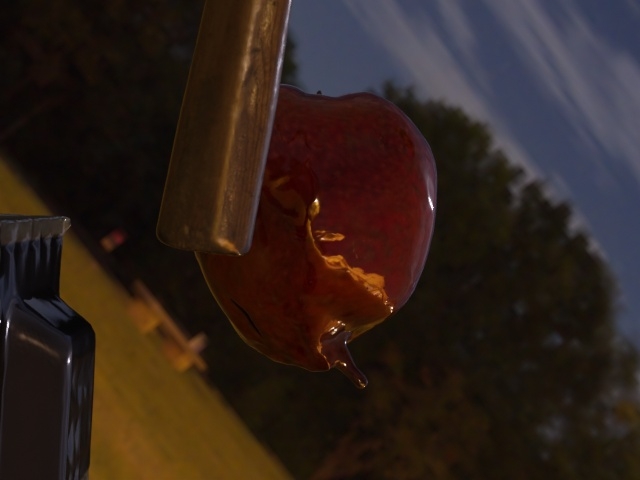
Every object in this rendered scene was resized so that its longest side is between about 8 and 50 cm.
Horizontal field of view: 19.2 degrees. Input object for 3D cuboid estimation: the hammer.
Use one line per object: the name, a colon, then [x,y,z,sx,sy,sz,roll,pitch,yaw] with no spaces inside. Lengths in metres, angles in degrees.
hammer: [-0.019,-0.210,0.941,0.168,0.439,0.044,13,2,24]

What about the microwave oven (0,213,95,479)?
microwave oven: [-0.201,0.132,0.634,0.181,0.238,0.295,-117,-150,-89]

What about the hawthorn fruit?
hawthorn fruit: [0.000,0.000,1.519,0.208,0.208,0.248,57,24,-66]
